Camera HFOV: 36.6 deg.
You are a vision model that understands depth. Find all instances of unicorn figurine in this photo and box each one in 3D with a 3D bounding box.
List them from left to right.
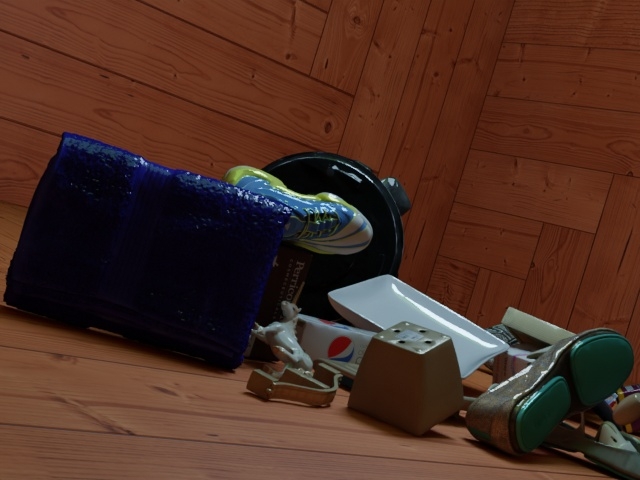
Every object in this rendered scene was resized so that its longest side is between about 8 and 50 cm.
[{"bbox_3d":[-0.051,0.133,1.295,0.111,0.060,0.161,12,48,-50],"label":"unicorn figurine"}]

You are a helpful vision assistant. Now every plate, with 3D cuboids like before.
[{"bbox_3d":[0.173,0.159,1.726,0.277,0.045,0.278,32,18,21],"label":"plate"}]

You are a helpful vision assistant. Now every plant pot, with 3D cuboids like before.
[{"bbox_3d":[0.110,0.162,1.193,0.109,0.096,0.109,18,24,35],"label":"plant pot"}]

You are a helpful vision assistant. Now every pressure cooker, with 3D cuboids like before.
[{"bbox_3d":[-0.001,-0.006,2.094,0.370,0.375,0.420,14,1,1],"label":"pressure cooker"}]

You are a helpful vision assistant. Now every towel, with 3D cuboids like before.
[{"bbox_3d":[-0.209,0.014,1.190,0.308,0.227,0.076,18,-5,-9],"label":"towel"}]

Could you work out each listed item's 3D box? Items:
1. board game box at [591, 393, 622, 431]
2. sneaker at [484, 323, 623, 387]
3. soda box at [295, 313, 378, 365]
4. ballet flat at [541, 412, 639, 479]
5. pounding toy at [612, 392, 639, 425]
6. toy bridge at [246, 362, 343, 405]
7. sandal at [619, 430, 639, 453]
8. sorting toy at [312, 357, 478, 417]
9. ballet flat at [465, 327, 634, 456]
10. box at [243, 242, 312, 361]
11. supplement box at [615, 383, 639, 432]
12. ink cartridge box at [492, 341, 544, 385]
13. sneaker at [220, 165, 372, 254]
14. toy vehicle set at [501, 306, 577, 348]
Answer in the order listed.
[{"bbox_3d":[0.512,0.282,1.803,0.168,0.033,0.133,47,-7,42],"label":"board game box"},{"bbox_3d":[0.475,0.262,2.106,0.344,0.134,0.146,16,3,39],"label":"sneaker"},{"bbox_3d":[0.040,0.170,1.512,0.216,0.069,0.074,16,1,-31],"label":"soda box"},{"bbox_3d":[0.366,0.270,1.327,0.213,0.068,0.072,17,0,29],"label":"ballet flat"},{"bbox_3d":[0.618,0.271,1.530,0.270,0.154,0.154,17,-44,-7],"label":"pounding toy"},{"bbox_3d":[-0.018,0.175,1.159,0.063,0.026,0.188,24,7,25],"label":"toy bridge"},{"bbox_3d":[0.544,0.313,1.419,0.303,0.086,0.120,17,0,-26],"label":"sandal"},{"bbox_3d":[0.118,0.215,1.382,0.193,0.038,0.208,16,-4,-44],"label":"sorting toy"},{"bbox_3d":[0.304,0.191,1.304,0.316,0.107,0.106,-18,10,-43],"label":"ballet flat"},{"bbox_3d":[-0.156,0.059,1.369,0.203,0.168,0.167,16,2,-43],"label":"box"},{"bbox_3d":[0.674,0.311,1.869,0.188,0.080,0.104,-13,-6,13],"label":"supplement box"},{"bbox_3d":[0.388,0.251,1.797,0.090,0.092,0.143,-5,12,-35],"label":"ink cartridge box"},{"bbox_3d":[-0.031,-0.020,1.354,0.240,0.091,0.126,19,21,-17],"label":"sneaker"},{"bbox_3d":[0.468,0.218,1.881,0.166,0.035,0.267,24,-11,35],"label":"toy vehicle set"}]
